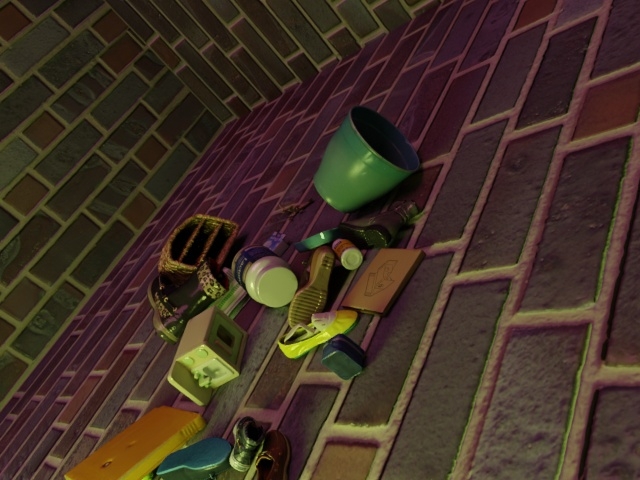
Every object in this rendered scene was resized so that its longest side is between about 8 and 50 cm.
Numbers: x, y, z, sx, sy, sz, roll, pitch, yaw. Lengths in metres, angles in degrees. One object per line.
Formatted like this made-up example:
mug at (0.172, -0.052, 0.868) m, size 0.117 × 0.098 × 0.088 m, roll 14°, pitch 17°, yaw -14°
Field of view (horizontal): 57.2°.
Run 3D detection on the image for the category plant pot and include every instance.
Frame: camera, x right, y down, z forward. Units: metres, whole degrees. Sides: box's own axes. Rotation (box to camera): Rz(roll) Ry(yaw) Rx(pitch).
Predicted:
plant pot at (0.120, -0.230, 1.814) m, size 0.255 × 0.272 × 0.271 m, roll -46°, pitch 20°, yaw 33°

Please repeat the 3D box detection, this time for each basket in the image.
basket at (-0.492, 0.023, 2.342) m, size 0.223 × 0.213 × 0.299 m, roll -38°, pitch 22°, yaw 43°

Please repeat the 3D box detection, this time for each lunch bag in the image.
lunch bag at (0.048, 0.256, 1.323) m, size 0.067 × 0.098 × 0.065 m, roll -36°, pitch 22°, yaw 29°

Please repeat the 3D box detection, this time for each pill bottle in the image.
pill bottle at (-0.173, 0.110, 1.827) m, size 0.153 × 0.153 × 0.265 m, roll -47°, pitch 25°, yaw -7°
pill bottle at (0.073, 0.035, 1.675) m, size 0.065 × 0.065 × 0.116 m, roll -44°, pitch 24°, yaw 0°

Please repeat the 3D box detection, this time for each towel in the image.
towel at (-0.353, 0.209, 2.087) m, size 0.248 × 0.038 × 0.325 m, roll -50°, pitch 25°, yaw -15°

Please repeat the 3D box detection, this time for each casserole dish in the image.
casserole dish at (0.000, 0.000, 1.823) m, size 0.188 × 0.037 × 0.114 m, roll -23°, pitch -5°, yaw 42°

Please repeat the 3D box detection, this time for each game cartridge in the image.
game cartridge at (-0.505, 0.576, 1.605) m, size 0.324 × 0.052 × 0.285 m, roll -33°, pitch 14°, yaw -37°

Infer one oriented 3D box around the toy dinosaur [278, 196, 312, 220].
toy dinosaur at (-0.102, -0.117, 2.221) m, size 0.183 × 0.053 × 0.092 m, roll -11°, pitch 25°, yaw 39°

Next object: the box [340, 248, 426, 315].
box at (0.158, 0.100, 1.487) m, size 0.201 × 0.021 × 0.164 m, roll -52°, pitch 26°, yaw -22°

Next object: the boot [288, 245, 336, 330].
boot at (-0.028, 0.132, 1.682) m, size 0.248 × 0.090 × 0.207 m, roll -65°, pitch 8°, yaw -4°

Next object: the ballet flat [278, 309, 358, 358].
ballet flat at (-0.014, 0.228, 1.488) m, size 0.231 × 0.077 × 0.077 m, roll -32°, pitch 24°, yaw 24°

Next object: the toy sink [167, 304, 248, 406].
toy sink at (-0.317, 0.332, 1.702) m, size 0.131 × 0.153 × 0.234 m, roll -31°, pitch 27°, yaw 25°

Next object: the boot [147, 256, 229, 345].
boot at (-0.479, 0.174, 2.121) m, size 0.284 × 0.138 × 0.377 m, roll -42°, pitch 29°, yaw 5°

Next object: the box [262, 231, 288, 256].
box at (-0.188, 0.052, 2.073) m, size 0.178 × 0.042 × 0.109 m, roll -50°, pitch 26°, yaw -13°

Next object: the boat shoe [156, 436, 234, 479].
boat shoe at (-0.280, 0.536, 1.407) m, size 0.258 × 0.089 × 0.109 m, roll -23°, pitch 22°, yaw 39°

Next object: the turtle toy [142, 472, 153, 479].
turtle toy at (-0.508, 0.641, 1.605) m, size 0.130 × 0.066 × 0.095 m, roll -18°, pitch 15°, yaw 40°

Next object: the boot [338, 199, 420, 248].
boot at (0.171, -0.052, 1.678) m, size 0.161 × 0.083 × 0.246 m, roll -40°, pitch 22°, yaw -22°

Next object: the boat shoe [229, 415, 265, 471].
boat shoe at (-0.158, 0.440, 1.343) m, size 0.083 × 0.065 × 0.183 m, roll -61°, pitch 9°, yaw 12°

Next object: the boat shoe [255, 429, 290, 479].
boat shoe at (-0.106, 0.474, 1.261) m, size 0.064 × 0.060 × 0.178 m, roll -36°, pitch 25°, yaw 17°
